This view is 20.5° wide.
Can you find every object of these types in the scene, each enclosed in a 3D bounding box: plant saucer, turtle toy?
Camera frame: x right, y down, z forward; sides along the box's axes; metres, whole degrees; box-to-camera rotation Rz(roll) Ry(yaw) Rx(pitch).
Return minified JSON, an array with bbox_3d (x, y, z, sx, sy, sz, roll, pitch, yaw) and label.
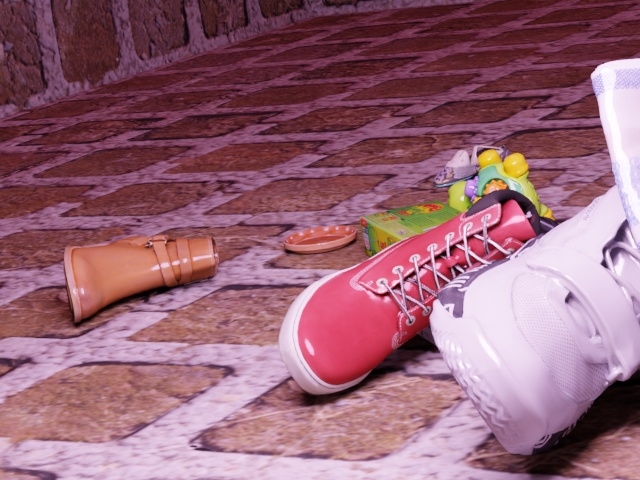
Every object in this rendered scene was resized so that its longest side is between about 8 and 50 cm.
[{"bbox_3d":[0.000,0.000,1.980,0.083,0.013,0.083,-8,14,2],"label":"plant saucer"},{"bbox_3d":[0.188,-0.043,1.900,0.066,0.095,0.130,-38,23,-20],"label":"turtle toy"}]

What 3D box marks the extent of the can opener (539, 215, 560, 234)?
[{"bbox_3d":[0.225,0.018,1.595,0.073,0.059,0.186,18,5,-39],"label":"can opener"}]

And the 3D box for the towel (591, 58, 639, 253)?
[{"bbox_3d":[0.316,-0.010,1.246,0.209,0.285,0.034,-3,-27,-18],"label":"towel"}]

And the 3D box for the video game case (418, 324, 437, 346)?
[{"bbox_3d":[0.156,0.060,1.609,0.157,0.019,0.143,-12,14,-14],"label":"video game case"}]

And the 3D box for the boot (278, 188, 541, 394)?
[{"bbox_3d":[0.083,0.033,1.466,0.176,0.088,0.244,-30,4,41],"label":"boot"}]

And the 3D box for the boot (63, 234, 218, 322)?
[{"bbox_3d":[-0.186,0.031,1.856,0.152,0.073,0.197,-4,16,3],"label":"boot"}]

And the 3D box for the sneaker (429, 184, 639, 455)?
[{"bbox_3d":[0.220,0.025,1.295,0.210,0.137,0.366,-37,-3,24],"label":"sneaker"}]

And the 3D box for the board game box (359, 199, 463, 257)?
[{"bbox_3d":[0.113,0.001,1.832,0.092,0.043,0.181,-12,14,-14],"label":"board game box"}]

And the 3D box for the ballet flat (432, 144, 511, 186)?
[{"bbox_3d":[0.189,-0.098,2.213,0.114,0.041,0.041,-15,14,-23],"label":"ballet flat"}]
